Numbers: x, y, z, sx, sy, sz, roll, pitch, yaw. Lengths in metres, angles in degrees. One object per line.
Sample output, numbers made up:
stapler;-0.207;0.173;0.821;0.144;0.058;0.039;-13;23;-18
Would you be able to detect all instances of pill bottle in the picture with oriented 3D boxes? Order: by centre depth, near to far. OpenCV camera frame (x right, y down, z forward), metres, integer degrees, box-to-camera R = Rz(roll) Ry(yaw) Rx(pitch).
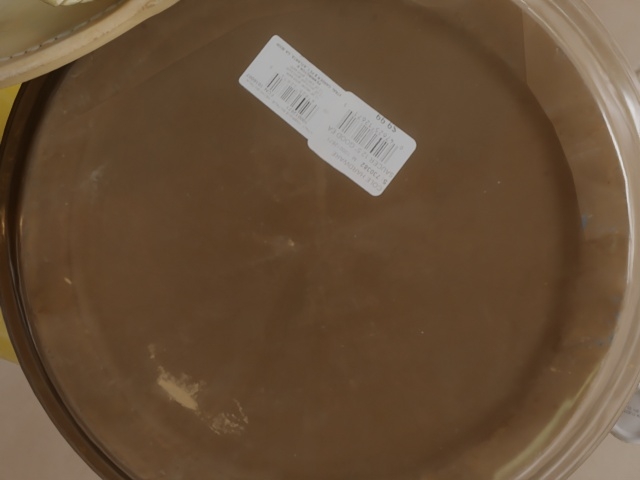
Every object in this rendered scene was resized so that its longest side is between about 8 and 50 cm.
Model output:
pill bottle;0.449;0.233;1.651;0.087;0.160;0.087;-1;88;24

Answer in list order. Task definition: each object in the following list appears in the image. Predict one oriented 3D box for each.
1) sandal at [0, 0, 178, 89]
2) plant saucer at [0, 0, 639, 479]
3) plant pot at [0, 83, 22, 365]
sandal;-0.058;-0.113;0.369;0.240;0.079;0.088;-10;38;23
plant saucer;0.000;0.000;0.462;0.278;0.041;0.278;0;95;6
plant pot;-0.210;-0.051;0.660;0.239;0.254;0.254;32;74;-7
